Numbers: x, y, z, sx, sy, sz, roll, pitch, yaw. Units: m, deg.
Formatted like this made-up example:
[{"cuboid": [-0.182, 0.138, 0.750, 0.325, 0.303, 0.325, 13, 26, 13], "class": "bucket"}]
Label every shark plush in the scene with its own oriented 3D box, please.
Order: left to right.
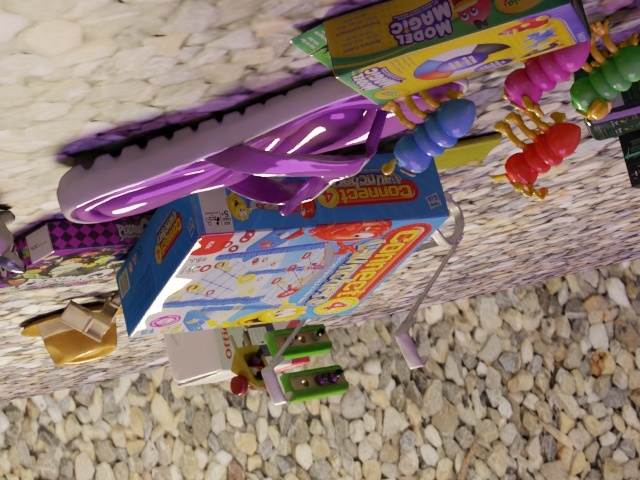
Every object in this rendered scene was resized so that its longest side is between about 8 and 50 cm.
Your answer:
[{"cuboid": [-0.358, 0.003, 1.480, 0.067, 0.073, 0.161, -21, 167, 7], "class": "shark plush"}]

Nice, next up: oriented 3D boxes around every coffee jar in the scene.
[{"cuboid": [0.353, -0.165, 1.472, 0.184, 0.079, 0.096, -15, 165, 15], "class": "coffee jar"}]

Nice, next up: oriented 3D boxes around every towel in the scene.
[{"cuboid": [0.097, -0.089, 1.760, 0.237, 0.021, 0.102, -12, 172, -12], "class": "towel"}]

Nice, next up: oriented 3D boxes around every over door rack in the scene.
[{"cuboid": [0.057, 0.063, 2.021, 0.239, 0.108, 0.324, -18, -151, 30], "class": "over door rack"}]

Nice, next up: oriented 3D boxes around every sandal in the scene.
[{"cuboid": [-0.048, -0.069, 1.397, 0.416, 0.102, 0.169, -17, 172, 16], "class": "sandal"}]

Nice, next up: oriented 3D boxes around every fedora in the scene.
[{"cuboid": [-0.396, 0.159, 2.401, 0.194, 0.079, 0.194, -12, 172, -2], "class": "fedora"}]

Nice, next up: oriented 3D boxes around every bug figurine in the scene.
[{"cuboid": [0.190, -0.118, 1.334, 0.216, 0.072, 0.279, -42, 154, 30], "class": "bug figurine"}]

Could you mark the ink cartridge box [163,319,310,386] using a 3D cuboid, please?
[{"cuboid": [-0.137, 0.129, 2.289, 0.100, 0.172, 0.237, -19, 169, 32], "class": "ink cartridge box"}]

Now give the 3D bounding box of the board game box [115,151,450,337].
[{"cuboid": [-0.052, 0.007, 1.697, 0.302, 0.086, 0.308, -5, 158, -24], "class": "board game box"}]

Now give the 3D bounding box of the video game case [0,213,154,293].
[{"cuboid": [-0.285, 0.016, 1.783, 0.232, 0.042, 0.210, -5, 167, -42], "class": "video game case"}]

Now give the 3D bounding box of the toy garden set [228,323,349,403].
[{"cuboid": [-0.070, 0.114, 2.095, 0.204, 0.244, 0.049, -5, 154, -44], "class": "toy garden set"}]

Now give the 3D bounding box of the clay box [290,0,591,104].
[{"cuboid": [0.099, -0.164, 1.176, 0.222, 0.053, 0.127, -17, 170, 16], "class": "clay box"}]

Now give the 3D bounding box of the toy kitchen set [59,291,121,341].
[{"cuboid": [-0.353, 0.099, 2.271, 0.068, 0.075, 0.083, -56, -167, 19], "class": "toy kitchen set"}]

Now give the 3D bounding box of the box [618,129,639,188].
[{"cuboid": [0.430, -0.113, 1.900, 0.052, 0.083, 0.062, -19, 170, 32], "class": "box"}]
